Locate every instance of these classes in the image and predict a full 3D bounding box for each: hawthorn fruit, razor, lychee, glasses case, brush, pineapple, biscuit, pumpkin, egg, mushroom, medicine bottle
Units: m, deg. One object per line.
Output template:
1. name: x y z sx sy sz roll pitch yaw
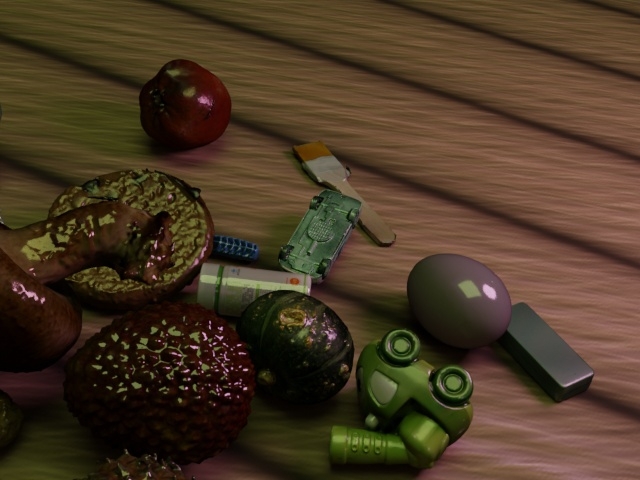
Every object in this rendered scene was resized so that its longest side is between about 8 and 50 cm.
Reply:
1. hawthorn fruit: -0.263 -0.265 1.819 0.185 0.185 0.202 39 13 31
2. razor: -0.235 -0.004 1.612 0.253 0.042 0.082 11 68 5
3. lychee: -0.217 0.197 1.234 0.271 0.236 0.236 8 37 -29
4. glasses case: 0.366 0.183 1.490 0.078 0.039 0.184 -18 47 -26
5. brush: 0.050 -0.095 1.781 0.085 0.020 0.336 -15 46 -25
6. pineapple: -0.240 0.345 1.119 0.193 0.166 0.166 14 41 11
7. biscuit: -0.329 -0.002 1.541 0.296 0.075 0.296 1 57 -2
8. pumpkin: -0.041 0.162 1.340 0.190 0.190 0.146 17 39 10
9. egg: 0.227 0.098 1.485 0.146 0.146 0.199 -22 43 -30
10. mushroom: -0.425 0.031 1.242 0.334 0.356 0.331 45 14 -12
11. medicine bottle: -0.110 0.089 1.490 0.183 0.086 0.086 7 40 -2

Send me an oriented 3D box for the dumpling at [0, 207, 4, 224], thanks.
1. dumpling: -0.643 -0.007 1.502 0.217 0.105 0.149 -5 42 -15

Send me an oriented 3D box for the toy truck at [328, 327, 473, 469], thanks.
1. toy truck: 0.124 0.254 1.305 0.187 0.148 0.210 19 62 8

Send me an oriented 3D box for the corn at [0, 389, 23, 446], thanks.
1. corn: -0.568 0.203 1.263 0.322 0.119 0.119 20 42 11

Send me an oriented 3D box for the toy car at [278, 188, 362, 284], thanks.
1. toy car: 0.000 0.000 1.619 0.090 0.076 0.224 20 50 12
